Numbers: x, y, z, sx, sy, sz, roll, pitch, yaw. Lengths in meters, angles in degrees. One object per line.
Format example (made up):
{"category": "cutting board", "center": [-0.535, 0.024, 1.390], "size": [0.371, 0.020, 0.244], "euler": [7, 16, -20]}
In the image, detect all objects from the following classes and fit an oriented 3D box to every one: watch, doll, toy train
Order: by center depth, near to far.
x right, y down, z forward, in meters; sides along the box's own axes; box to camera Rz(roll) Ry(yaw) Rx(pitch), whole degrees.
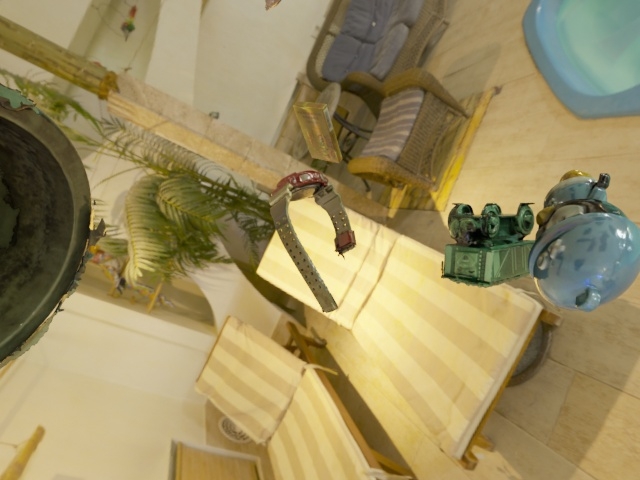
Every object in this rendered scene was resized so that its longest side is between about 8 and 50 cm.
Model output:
{"category": "doll", "center": [0.432, -0.002, 0.678], "size": [0.314, 0.141, 0.177], "euler": [-63, -5, -46]}
{"category": "watch", "center": [0.001, -0.008, 0.789], "size": [0.165, 0.268, 0.102], "euler": [-24, -5, -46]}
{"category": "toy train", "center": [0.339, 0.001, 0.797], "size": [0.115, 0.270, 0.154], "euler": [9, 101, 48]}

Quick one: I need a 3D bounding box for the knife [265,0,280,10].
{"category": "knife", "center": [0.009, -0.440, 0.519], "size": [0.399, 0.038, 0.132], "euler": [-9, 53, 64]}

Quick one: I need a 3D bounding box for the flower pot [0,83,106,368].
{"category": "flower pot", "center": [-0.387, -0.024, 0.323], "size": [0.290, 0.259, 0.290], "euler": [22, -90, -79]}

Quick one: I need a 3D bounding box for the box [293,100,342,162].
{"category": "box", "center": [-0.004, -0.257, 0.962], "size": [0.089, 0.156, 0.022], "euler": [21, 59, 32]}
